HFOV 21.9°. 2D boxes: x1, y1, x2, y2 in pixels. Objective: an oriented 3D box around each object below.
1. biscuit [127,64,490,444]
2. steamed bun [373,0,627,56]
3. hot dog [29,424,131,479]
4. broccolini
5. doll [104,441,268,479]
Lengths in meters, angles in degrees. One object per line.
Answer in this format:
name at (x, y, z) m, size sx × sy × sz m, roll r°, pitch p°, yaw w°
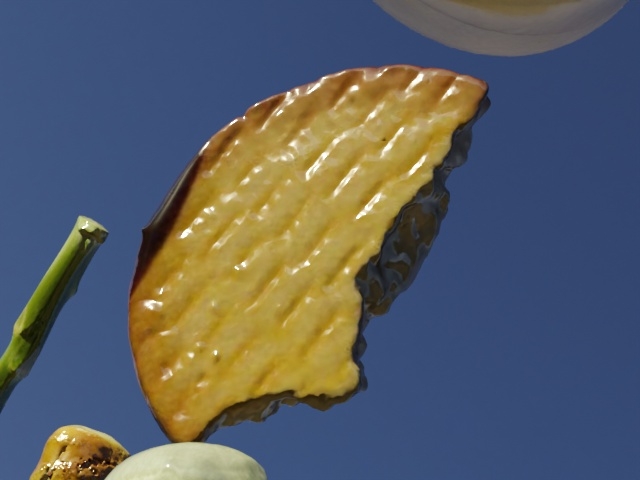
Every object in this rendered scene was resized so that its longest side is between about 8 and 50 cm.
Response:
biscuit at (0.000, 0.001, 0.833) m, size 0.176 × 0.228 × 0.031 m, roll 59°, pitch -4°, yaw 29°
steamed bun at (0.089, -0.218, 1.022) m, size 0.241 × 0.164 × 0.146 m, roll 44°, pitch -5°, yaw 9°
hot dog at (-0.192, 0.264, 1.098) m, size 0.061 × 0.088 × 0.286 m, roll 10°, pitch -101°, yaw 39°
broccolini at (-0.303, 0.139, 1.440) m, size 0.078 × 0.392 × 0.074 m, roll 33°, pitch -14°, yaw -18°
doll at (-0.077, 0.158, 0.474) m, size 0.154 × 0.228 × 0.258 m, roll 59°, pitch -4°, yaw 6°
